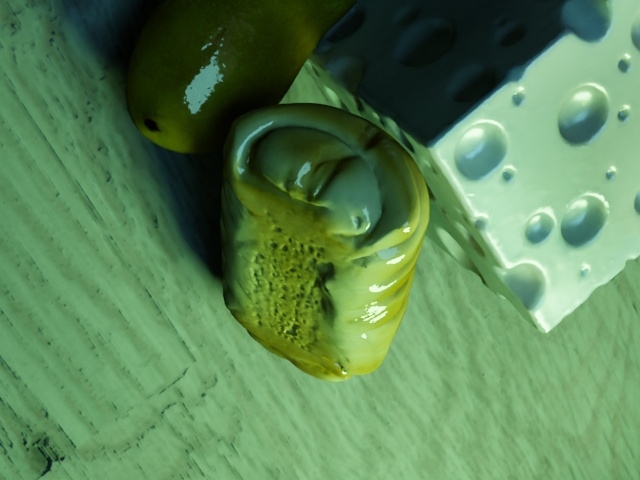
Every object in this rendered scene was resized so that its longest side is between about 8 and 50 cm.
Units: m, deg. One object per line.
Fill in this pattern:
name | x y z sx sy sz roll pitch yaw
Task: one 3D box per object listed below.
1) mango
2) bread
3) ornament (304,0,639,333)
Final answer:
mango | -0.063 -0.164 1.441 0.227 0.099 0.136 -42 126 -12
bread | 0.000 0.000 1.480 0.121 0.173 0.311 -56 168 -27
ornament | 0.167 -0.120 1.511 0.240 0.239 0.240 -39 129 -5
